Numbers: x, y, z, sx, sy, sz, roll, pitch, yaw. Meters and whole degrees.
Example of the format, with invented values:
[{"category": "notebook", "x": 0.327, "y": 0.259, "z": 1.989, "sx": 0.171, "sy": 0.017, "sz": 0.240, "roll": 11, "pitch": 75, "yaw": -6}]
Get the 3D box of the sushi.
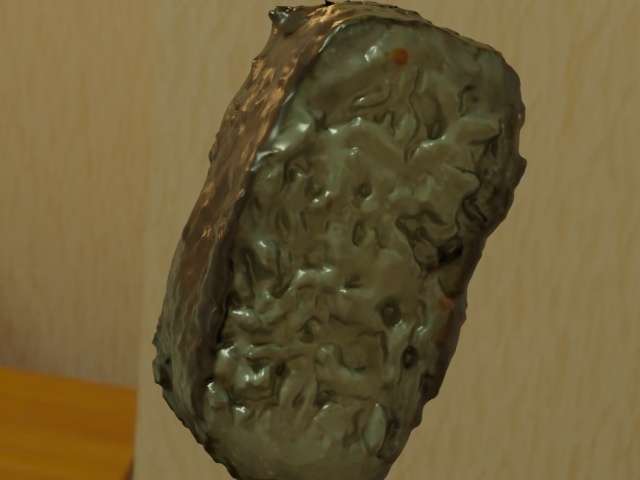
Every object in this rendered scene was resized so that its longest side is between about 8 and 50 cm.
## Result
[{"category": "sushi", "x": 0.000, "y": 0.000, "z": 0.754, "sx": 0.124, "sy": 0.225, "sz": 0.127, "roll": 16, "pitch": 6, "yaw": -19}]
